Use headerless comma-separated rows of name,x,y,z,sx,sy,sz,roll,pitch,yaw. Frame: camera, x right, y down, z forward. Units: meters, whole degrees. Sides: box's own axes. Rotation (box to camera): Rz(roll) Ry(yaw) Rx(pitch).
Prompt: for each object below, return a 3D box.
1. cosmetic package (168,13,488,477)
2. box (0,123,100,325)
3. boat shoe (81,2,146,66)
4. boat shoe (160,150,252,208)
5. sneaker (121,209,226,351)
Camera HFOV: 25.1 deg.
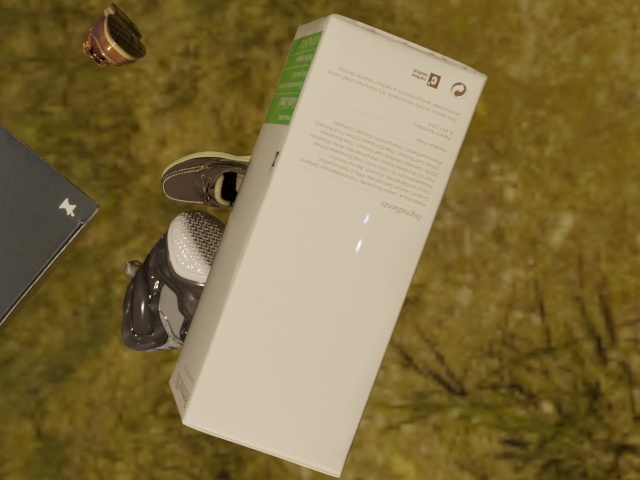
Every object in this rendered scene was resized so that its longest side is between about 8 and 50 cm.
cosmetic package,0.000,0.000,1.279,0.197,0.155,0.365,-159,90,-79
box,-0.501,0.011,2.097,0.293,0.212,0.395,-51,7,-11
boat shoe,-0.247,-0.230,1.693,0.060,0.064,0.178,-42,19,7
boat shoe,-0.098,-0.059,1.465,0.049,0.152,0.056,-62,-39,-55
sneaker,-0.125,0.112,1.580,0.153,0.101,0.268,-33,77,35
